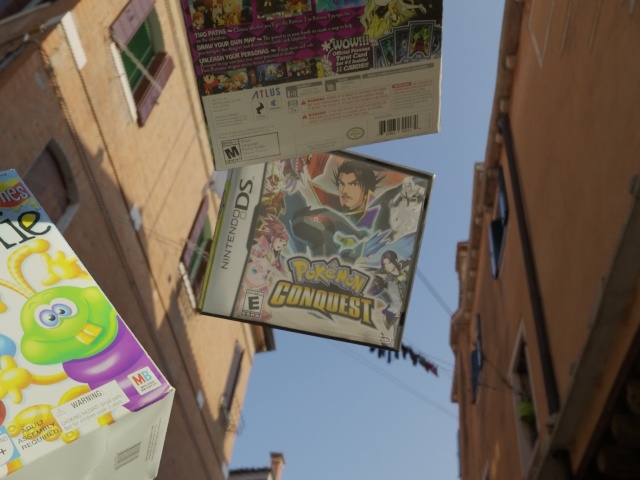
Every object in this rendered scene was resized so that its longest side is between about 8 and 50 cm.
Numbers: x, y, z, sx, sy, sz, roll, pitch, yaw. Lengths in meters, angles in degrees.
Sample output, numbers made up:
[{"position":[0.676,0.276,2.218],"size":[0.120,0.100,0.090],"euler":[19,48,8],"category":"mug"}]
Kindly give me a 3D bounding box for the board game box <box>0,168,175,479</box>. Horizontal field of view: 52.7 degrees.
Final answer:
[{"position":[-0.261,0.090,0.532],"size":[0.275,0.142,0.144],"euler":[45,-44,26],"category":"board game box"}]

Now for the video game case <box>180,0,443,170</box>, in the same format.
[{"position":[-0.002,-0.179,0.591],"size":[0.232,0.042,0.210],"euler":[-11,-53,-6],"category":"video game case"}]

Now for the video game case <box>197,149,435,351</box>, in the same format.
[{"position":[0.000,0.000,0.848],"size":[0.275,0.248,0.035],"euler":[13,-5,-15],"category":"video game case"}]
